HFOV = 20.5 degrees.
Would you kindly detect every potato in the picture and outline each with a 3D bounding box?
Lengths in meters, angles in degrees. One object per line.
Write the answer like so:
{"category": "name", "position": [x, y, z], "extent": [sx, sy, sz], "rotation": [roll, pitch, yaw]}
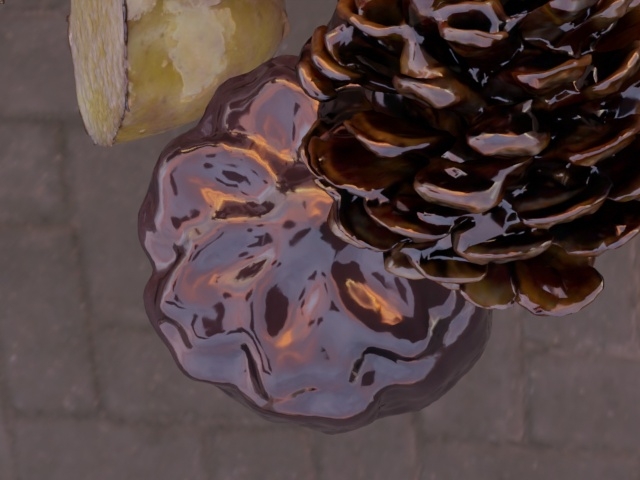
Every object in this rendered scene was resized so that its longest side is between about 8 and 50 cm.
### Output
{"category": "potato", "position": [-0.149, -0.258, 2.019], "extent": [0.237, 0.289, 0.300], "rotation": [-8, 113, -20]}

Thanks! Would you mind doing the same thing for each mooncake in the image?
{"category": "mooncake", "position": [0.000, 0.000, 1.297], "extent": [0.283, 0.141, 0.283], "rotation": [-2, 74, 7]}

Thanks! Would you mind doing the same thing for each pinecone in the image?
{"category": "pinecone", "position": [0.097, -0.082, 1.008], "extent": [0.224, 0.224, 0.272], "rotation": [6, 143, 12]}

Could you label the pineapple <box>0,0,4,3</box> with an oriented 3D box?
{"category": "pineapple", "position": [-0.204, -0.196, 1.211], "extent": [0.124, 0.058, 0.058], "rotation": [-14, 111, 27]}
